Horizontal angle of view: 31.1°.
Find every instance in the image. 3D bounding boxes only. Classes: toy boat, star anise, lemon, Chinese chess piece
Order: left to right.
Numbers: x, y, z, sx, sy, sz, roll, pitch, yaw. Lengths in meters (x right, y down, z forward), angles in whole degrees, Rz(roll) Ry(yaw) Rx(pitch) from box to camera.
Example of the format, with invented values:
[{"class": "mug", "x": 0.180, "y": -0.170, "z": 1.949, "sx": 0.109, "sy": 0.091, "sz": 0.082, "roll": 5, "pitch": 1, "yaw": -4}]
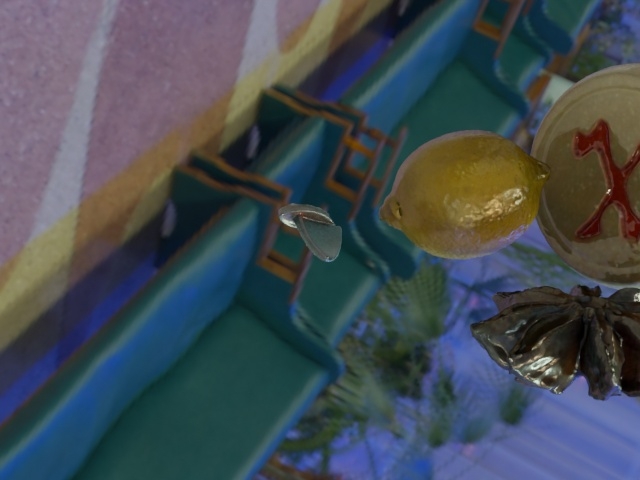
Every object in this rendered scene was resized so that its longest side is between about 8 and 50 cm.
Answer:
[{"class": "toy boat", "x": 0.000, "y": 0.000, "z": 1.521, "sx": 0.096, "sy": 0.122, "sz": 0.034, "roll": 10, "pitch": 122, "yaw": -32}, {"class": "lemon", "x": 0.210, "y": -0.067, "z": 1.676, "sx": 0.188, "sy": 0.256, "sz": 0.188, "roll": -13, "pitch": 90, "yaw": -86}, {"class": "star anise", "x": 0.365, "y": 0.134, "z": 1.546, "sx": 0.331, "sy": 0.331, "sz": 0.118, "roll": -41, "pitch": 130, "yaw": -58}, {"class": "Chinese chess piece", "x": 0.470, "y": -0.093, "z": 1.707, "sx": 0.140, "sy": 0.338, "sz": 0.338, "roll": -8, "pitch": 128, "yaw": -43}]
